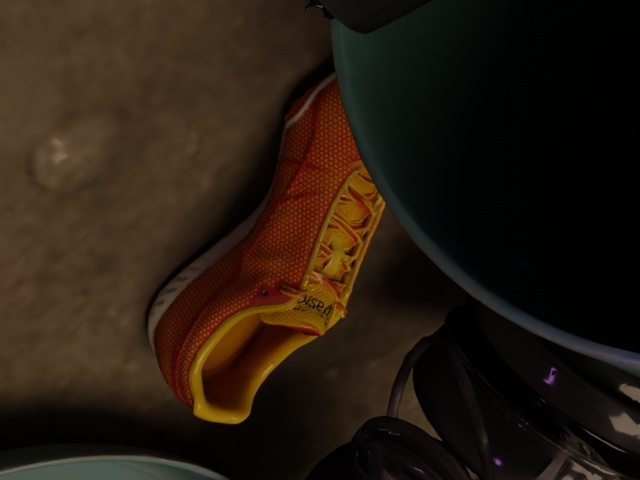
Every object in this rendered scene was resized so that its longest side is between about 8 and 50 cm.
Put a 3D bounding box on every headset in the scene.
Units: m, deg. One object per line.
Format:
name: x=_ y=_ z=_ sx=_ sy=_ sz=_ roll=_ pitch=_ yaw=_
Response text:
headset: x=0.085 y=0.125 z=0.714 sx=0.243 sy=0.185 sz=0.394 roll=-49 pitch=161 yaw=-1

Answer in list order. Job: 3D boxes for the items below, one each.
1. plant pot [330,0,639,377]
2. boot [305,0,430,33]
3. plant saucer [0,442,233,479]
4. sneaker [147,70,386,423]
plant pot: x=0.186 y=-0.066 z=0.604 sx=0.293 sy=0.293 sz=0.235 roll=-46 pitch=147 yaw=8
boot: x=0.072 y=-0.195 z=0.517 sx=0.207 sy=0.246 sz=0.094 roll=-17 pitch=148 yaw=29
plant saucer: x=-0.159 y=0.203 z=0.762 sx=0.317 sy=0.044 sz=0.317 roll=-20 pitch=136 yaw=-21
sneaker: x=0.000 y=0.000 z=0.680 sx=0.064 sy=0.067 sz=0.175 roll=18 pitch=113 yaw=-42
